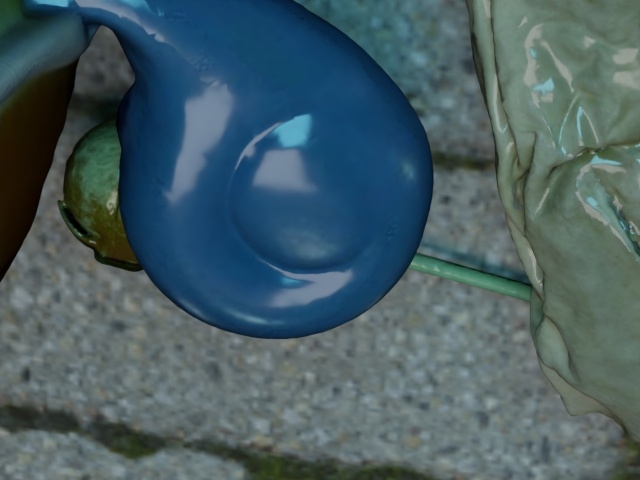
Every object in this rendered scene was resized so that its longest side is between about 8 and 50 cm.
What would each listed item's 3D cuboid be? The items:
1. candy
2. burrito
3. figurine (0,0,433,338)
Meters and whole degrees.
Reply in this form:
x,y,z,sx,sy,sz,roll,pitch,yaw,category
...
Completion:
x,y,z,sx,sy,sz,roll,pitch,yaw,category
0.000,0.000,0.725,0.202,0.061,0.061,15,126,-10,candy
0.100,-0.092,0.613,0.117,0.076,0.392,3,124,24,burrito
-0.182,-0.038,0.608,0.416,0.298,0.243,-15,127,2,figurine
